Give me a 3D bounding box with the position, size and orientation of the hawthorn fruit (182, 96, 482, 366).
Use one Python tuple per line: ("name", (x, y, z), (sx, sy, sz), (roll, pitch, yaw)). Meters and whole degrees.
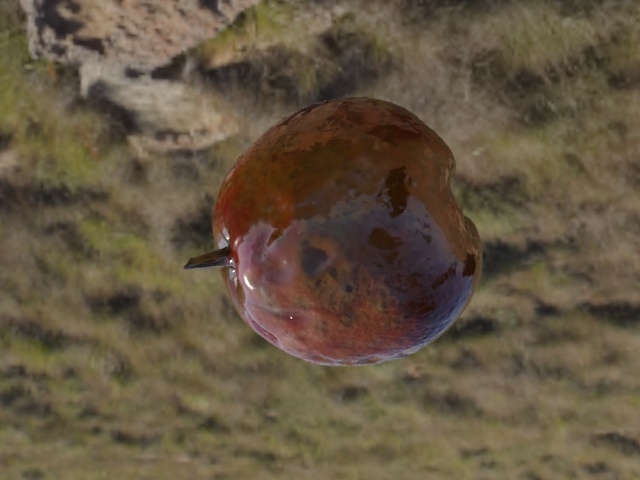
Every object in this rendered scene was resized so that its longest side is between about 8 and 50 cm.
("hawthorn fruit", (0.000, 0.000, 1.091), (0.298, 0.277, 0.277), (-15, 164, -24))
